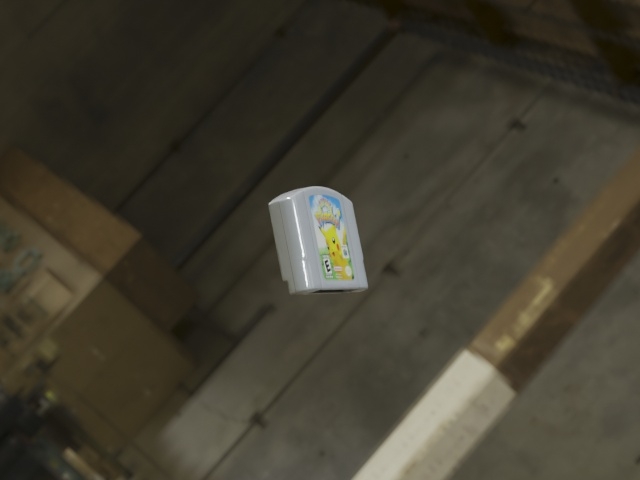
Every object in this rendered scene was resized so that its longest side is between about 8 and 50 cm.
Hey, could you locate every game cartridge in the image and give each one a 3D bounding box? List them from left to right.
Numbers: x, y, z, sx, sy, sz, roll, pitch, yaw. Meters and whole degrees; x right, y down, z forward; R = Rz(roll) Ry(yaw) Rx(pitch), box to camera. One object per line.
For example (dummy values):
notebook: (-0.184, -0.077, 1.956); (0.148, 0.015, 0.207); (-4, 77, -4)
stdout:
game cartridge: (0.000, 0.000, 0.790); (0.083, 0.017, 0.056); (1, 73, -66)
